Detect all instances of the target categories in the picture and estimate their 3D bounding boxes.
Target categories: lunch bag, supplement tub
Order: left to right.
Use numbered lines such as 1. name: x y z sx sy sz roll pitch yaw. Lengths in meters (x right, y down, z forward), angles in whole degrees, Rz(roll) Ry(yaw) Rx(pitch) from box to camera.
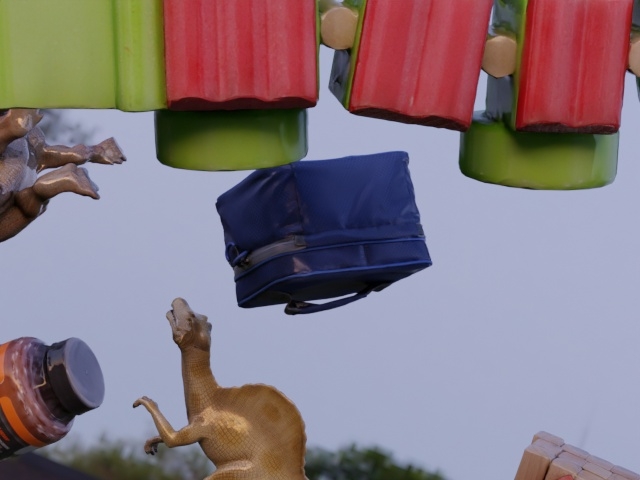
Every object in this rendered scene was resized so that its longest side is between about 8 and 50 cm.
1. supplement tub: -0.302 0.154 1.668 0.198 0.106 0.106 -20 -32 18
2. lunch bag: 0.000 0.000 0.843 0.098 0.065 0.067 -8 -12 -31

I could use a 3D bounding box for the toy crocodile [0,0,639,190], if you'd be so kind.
1. toy crocodile: 0.026 -0.080 0.708 0.340 0.115 0.105 3 12 -5

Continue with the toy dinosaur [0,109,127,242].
1. toy dinosaur: -0.284 -0.044 1.479 0.127 0.200 0.296 56 9 -14

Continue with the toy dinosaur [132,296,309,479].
1. toy dinosaur: -0.037 0.118 0.916 0.183 0.092 0.053 48 24 1

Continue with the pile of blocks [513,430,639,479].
1. pile of blocks: 0.110 0.302 1.366 0.149 0.362 0.112 47 21 12
